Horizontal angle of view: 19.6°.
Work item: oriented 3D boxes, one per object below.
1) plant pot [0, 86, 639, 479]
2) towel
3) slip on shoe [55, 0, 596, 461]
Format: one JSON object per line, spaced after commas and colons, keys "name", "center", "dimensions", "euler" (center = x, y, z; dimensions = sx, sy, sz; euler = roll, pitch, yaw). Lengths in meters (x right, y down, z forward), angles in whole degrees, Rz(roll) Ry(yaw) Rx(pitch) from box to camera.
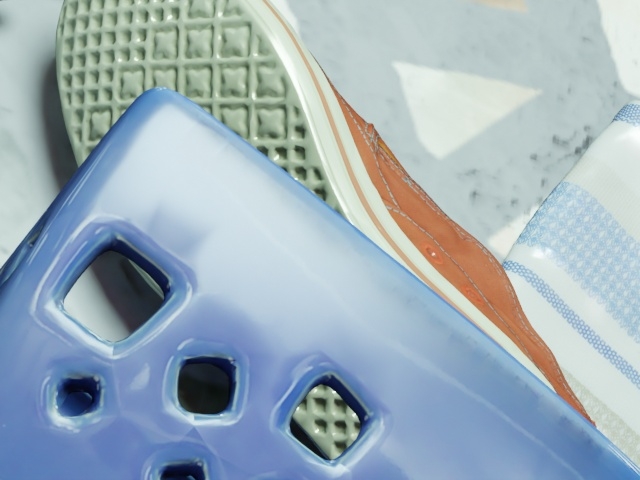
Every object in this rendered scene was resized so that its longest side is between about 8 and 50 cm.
{"name": "plant pot", "center": [-0.060, 0.126, 0.643], "dimensions": [0.236, 0.236, 0.212], "euler": [40, 59, -3]}
{"name": "towel", "center": [0.172, 0.072, 0.908], "dimensions": [0.209, 0.034, 0.285], "euler": [41, 53, 0]}
{"name": "slip on shoe", "center": [0.000, 0.000, 0.809], "dimensions": [0.331, 0.123, 0.101], "euler": [50, 20, 13]}
